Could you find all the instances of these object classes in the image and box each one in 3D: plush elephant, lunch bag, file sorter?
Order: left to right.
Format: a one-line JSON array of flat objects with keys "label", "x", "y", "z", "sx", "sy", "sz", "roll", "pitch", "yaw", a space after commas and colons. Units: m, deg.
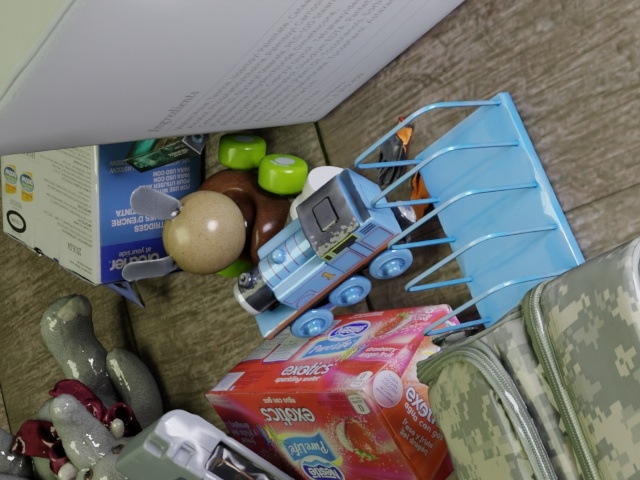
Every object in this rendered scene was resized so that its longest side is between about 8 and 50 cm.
[{"label": "plush elephant", "x": -0.279, "y": 0.262, "z": 1.524, "sx": 0.330, "sy": 0.272, "sz": 0.255, "roll": 53, "pitch": 159, "yaw": -10}, {"label": "file sorter", "x": 0.118, "y": -0.020, "z": 1.040, "sx": 0.118, "sy": 0.104, "sz": 0.170, "roll": -37, "pitch": 68, "yaw": 44}, {"label": "lunch bag", "x": 0.214, "y": 0.169, "z": 0.854, "sx": 0.256, "sy": 0.212, "sz": 0.305, "roll": -32, "pitch": 73, "yaw": 43}]

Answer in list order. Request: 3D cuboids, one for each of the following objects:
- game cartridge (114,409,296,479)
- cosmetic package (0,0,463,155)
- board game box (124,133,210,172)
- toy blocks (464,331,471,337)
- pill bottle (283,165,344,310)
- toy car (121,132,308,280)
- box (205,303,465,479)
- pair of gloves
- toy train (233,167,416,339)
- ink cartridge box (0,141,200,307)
[{"label": "game cartridge", "x": -0.058, "y": 0.275, "z": 1.240, "sx": 0.297, "sy": 0.062, "sz": 0.198, "roll": 35, "pitch": 158, "yaw": -8}, {"label": "cosmetic package", "x": -0.121, "y": -0.293, "z": 1.061, "sx": 0.327, "sy": 0.394, "sz": 0.329, "roll": -33, "pitch": 72, "yaw": 51}, {"label": "board game box", "x": -0.129, "y": -0.162, "z": 1.316, "sx": 0.126, "sy": 0.026, "sz": 0.186, "roll": -11, "pitch": 49, "yaw": 53}, {"label": "toy blocks", "x": 0.172, "y": 0.129, "z": 1.022, "sx": 0.148, "sy": 0.054, "sz": 0.123, "roll": 54, "pitch": 139, "yaw": 7}, {"label": "pill bottle", "x": 0.000, "y": 0.000, "z": 1.232, "sx": 0.078, "sy": 0.078, "sz": 0.137, "roll": 48, "pitch": 133, "yaw": 36}, {"label": "toy car", "x": -0.123, "y": -0.015, "z": 1.299, "sx": 0.149, "sy": 0.188, "sz": 0.155, "roll": 31, "pitch": 121, "yaw": 46}, {"label": "box", "x": 0.028, "y": 0.150, "z": 1.162, "sx": 0.257, "sy": 0.128, "sz": 0.122, "roll": -11, "pitch": 115, "yaw": 53}, {"label": "pair of gloves", "x": 0.081, "y": -0.066, "z": 1.165, "sx": 0.083, "sy": 0.010, "sz": 0.074, "roll": 50, "pitch": 134, "yaw": 36}, {"label": "toy train", "x": 0.000, "y": 0.018, "z": 1.133, "sx": 0.184, "sy": 0.105, "sz": 0.080, "roll": -38, "pitch": 52, "yaw": 20}, {"label": "ink cartridge box", "x": -0.270, "y": -0.113, "z": 1.506, "sx": 0.270, "sy": 0.151, "sz": 0.395, "roll": 22, "pitch": 114, "yaw": 50}]
